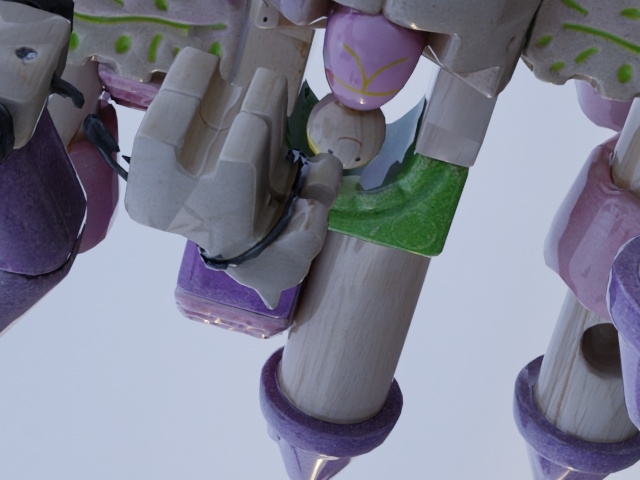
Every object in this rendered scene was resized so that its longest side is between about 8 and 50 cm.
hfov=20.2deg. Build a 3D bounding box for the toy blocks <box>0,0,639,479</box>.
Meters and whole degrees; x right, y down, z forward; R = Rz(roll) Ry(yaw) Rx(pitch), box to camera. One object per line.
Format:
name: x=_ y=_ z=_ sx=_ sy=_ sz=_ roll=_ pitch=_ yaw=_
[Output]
toy blocks: x=0.000 y=0.000 z=0.598 sx=0.309 sy=0.288 sz=0.260 roll=-76 pitch=2 yaw=-53
